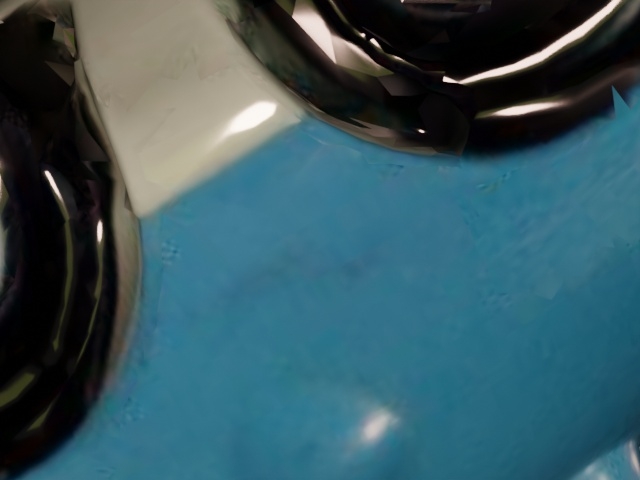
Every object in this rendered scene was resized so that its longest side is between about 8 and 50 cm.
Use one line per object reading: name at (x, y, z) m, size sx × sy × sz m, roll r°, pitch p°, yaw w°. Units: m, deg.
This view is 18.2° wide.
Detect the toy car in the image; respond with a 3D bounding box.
toy car at (0.000, 0.000, 0.421) m, size 0.255 × 0.188 × 0.190 m, roll -34°, pitch 101°, yaw 3°
